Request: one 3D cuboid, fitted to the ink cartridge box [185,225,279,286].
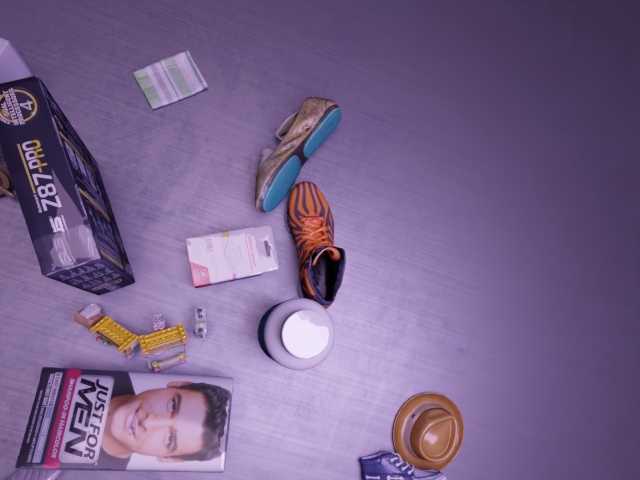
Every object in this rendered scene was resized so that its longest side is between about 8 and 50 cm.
[{"bbox_3d":[-0.206,0.037,1.097,0.199,0.067,0.115,-10,82,-12],"label":"ink cartridge box"}]

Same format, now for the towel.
[{"bbox_3d":[-0.375,-0.404,1.166,0.152,0.023,0.113,-28,86,-15],"label":"towel"}]

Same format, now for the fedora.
[{"bbox_3d":[0.272,0.464,1.112,0.195,0.079,0.194,2,79,-12],"label":"fedora"}]

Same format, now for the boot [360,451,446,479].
[{"bbox_3d":[0.187,0.529,1.068,0.190,0.069,0.085,-12,79,6],"label":"boot"}]

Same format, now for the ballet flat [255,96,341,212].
[{"bbox_3d":[-0.081,-0.222,1.158,0.123,0.123,0.348,36,75,-4],"label":"ballet flat"}]

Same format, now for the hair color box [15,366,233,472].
[{"bbox_3d":[-0.377,0.371,0.955,0.375,0.113,0.185,7,64,-11],"label":"hair color box"}]

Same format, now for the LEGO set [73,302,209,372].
[{"bbox_3d":[-0.394,0.221,1.027,0.288,0.107,0.132,1,45,-7],"label":"LEGO set"}]

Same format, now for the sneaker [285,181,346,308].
[{"bbox_3d":[0.000,0.000,1.088,0.125,0.180,0.320,-9,82,-13],"label":"sneaker"}]

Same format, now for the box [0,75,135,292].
[{"bbox_3d":[-0.470,-0.069,0.893,0.097,0.395,0.317,-21,86,-17],"label":"box"}]

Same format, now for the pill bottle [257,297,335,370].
[{"bbox_3d":[-0.054,0.199,0.997,0.147,0.264,0.146,2,80,-11],"label":"pill bottle"}]

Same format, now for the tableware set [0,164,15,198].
[{"bbox_3d":[-0.720,-0.168,0.974,0.129,0.194,0.039,-14,42,-14],"label":"tableware set"}]

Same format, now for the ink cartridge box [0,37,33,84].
[{"bbox_3d":[-0.786,-0.363,0.996,0.233,0.168,0.171,22,75,-8],"label":"ink cartridge box"}]

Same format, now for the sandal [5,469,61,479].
[{"bbox_3d":[-0.620,0.534,0.908,0.265,0.102,0.076,-33,132,-31],"label":"sandal"}]
